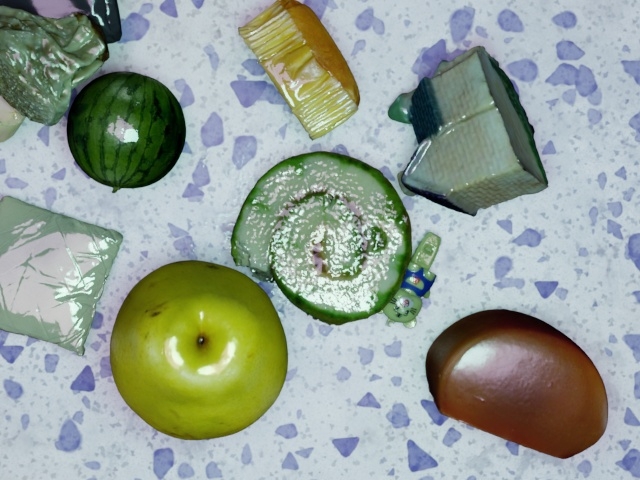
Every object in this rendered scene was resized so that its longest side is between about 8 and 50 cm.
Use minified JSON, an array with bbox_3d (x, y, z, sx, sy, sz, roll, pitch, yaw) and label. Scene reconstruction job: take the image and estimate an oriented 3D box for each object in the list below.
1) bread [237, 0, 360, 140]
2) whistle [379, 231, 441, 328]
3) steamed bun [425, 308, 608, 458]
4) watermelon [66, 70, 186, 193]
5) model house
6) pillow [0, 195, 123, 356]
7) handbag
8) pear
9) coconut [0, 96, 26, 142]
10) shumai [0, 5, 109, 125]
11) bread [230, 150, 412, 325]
[{"bbox_3d":[-0.034,-0.365,1.786,0.156,0.204,0.288,-35,90,3],"label":"bread"},{"bbox_3d":[0.203,0.088,1.884,0.105,0.085,0.227,28,91,-7],"label":"whistle"},{"bbox_3d":[0.427,0.284,1.832,0.379,0.235,0.248,20,97,-3],"label":"steamed bun"},{"bbox_3d":[-0.396,-0.223,1.756,0.242,0.242,0.242,0,93,-3],"label":"watermelon"},{"bbox_3d":[0.290,-0.212,1.820,0.284,0.243,0.299,-23,67,23],"label":"model house"},{"bbox_3d":[-0.596,0.075,1.843,0.274,0.076,0.281,18,86,-7],"label":"pillow"},{"bbox_3d":[-0.572,-0.530,1.759,0.301,0.178,0.275,-6,109,-3],"label":"handbag"},{"bbox_3d":[-0.237,0.216,1.704,0.362,0.418,0.363,2,75,-8],"label":"pear"},{"bbox_3d":[-0.687,-0.277,1.784,0.147,0.152,0.147,10,72,-34],"label":"coconut"},{"bbox_3d":[-0.549,-0.372,1.665,0.260,0.225,0.222,33,67,-3],"label":"shumai"},{"bbox_3d":[0.000,0.000,1.812,0.381,0.129,0.366,-11,85,1],"label":"bread"}]
